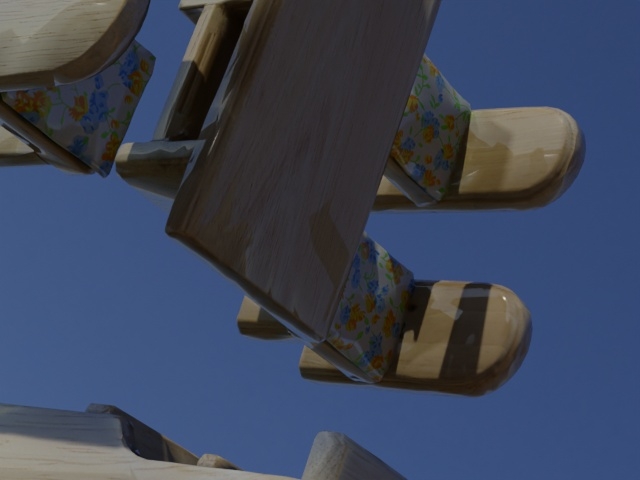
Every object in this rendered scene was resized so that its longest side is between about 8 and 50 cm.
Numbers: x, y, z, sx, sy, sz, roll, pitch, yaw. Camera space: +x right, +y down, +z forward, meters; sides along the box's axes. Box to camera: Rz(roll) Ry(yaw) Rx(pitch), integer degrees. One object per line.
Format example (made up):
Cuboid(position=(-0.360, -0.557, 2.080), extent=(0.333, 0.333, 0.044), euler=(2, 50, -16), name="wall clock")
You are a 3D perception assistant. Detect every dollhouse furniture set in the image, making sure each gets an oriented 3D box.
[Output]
Cuboid(position=(0.000, 0.000, 0.459), extent=(0.161, 0.242, 0.212), euler=(0, -28, 40), name="dollhouse furniture set")
